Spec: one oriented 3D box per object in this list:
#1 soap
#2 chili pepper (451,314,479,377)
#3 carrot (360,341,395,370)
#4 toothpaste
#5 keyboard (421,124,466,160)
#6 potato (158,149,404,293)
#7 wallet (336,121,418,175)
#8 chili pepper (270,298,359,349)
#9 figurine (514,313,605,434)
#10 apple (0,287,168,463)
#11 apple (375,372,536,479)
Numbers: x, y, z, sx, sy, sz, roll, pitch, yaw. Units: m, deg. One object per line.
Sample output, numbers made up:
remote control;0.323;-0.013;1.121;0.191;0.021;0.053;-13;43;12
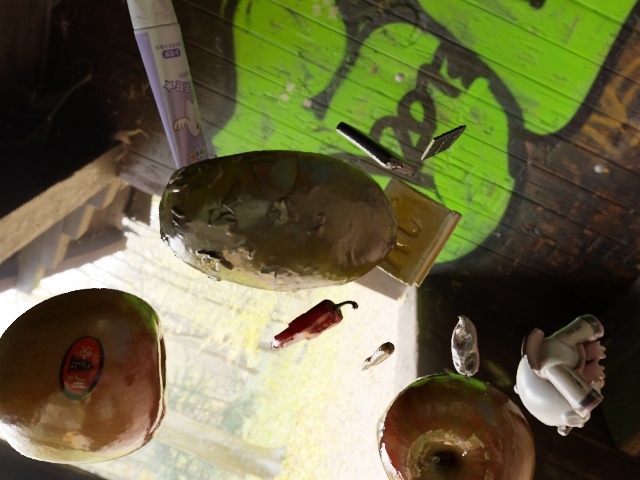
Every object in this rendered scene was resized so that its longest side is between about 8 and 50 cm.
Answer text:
soap;0.316;-0.030;1.884;0.335;0.293;0.156;-59;-26;12
chili pepper;0.289;0.213;1.002;0.041;0.050;0.153;-149;48;-71
carrot;0.140;0.293;1.251;0.165;0.036;0.035;-58;8;50
toothpaste;-0.278;-0.270;0.965;0.125;0.080;0.370;-64;-30;-60
keyboard;0.341;-0.270;1.371;0.104;0.041;0.381;-24;3;3
potato;-0.035;-0.018;0.509;0.113;0.252;0.149;-108;29;-69
wallet;0.160;-0.253;1.408;0.149;0.250;0.044;9;-63;-48
chili pepper;-0.031;0.302;1.819;0.388;0.110;0.110;-33;13;15
figurine;0.647;0.354;1.355;0.253;0.211;0.361;-59;-31;-21
apple;-0.454;0.252;0.955;0.338;0.305;0.338;177;90;-76
apple;0.165;0.243;0.598;0.199;0.199;0.199;-156;90;-87
